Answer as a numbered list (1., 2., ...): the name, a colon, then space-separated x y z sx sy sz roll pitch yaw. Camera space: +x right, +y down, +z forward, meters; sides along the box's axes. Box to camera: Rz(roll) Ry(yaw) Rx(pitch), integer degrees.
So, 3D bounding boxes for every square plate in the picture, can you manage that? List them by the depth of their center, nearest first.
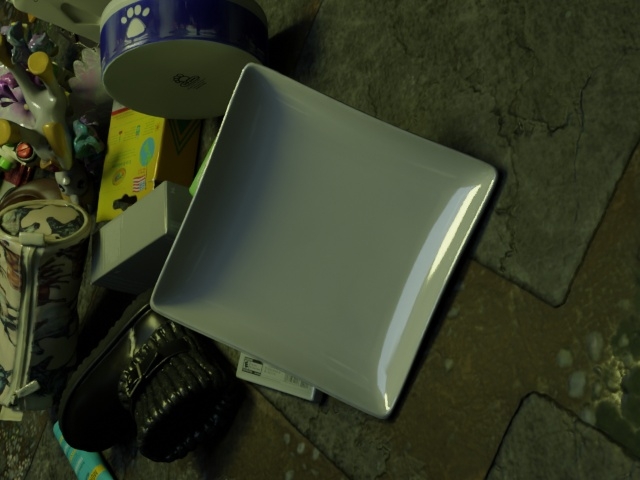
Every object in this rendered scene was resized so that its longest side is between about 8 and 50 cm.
1. square plate: 0.000 0.000 1.326 0.344 0.049 0.347 25 100 8

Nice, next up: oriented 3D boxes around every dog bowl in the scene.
1. dog bowl: -0.212 -0.293 1.652 0.265 0.265 0.104 -25 61 44

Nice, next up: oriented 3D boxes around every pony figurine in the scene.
1. pony figurine: -0.507 -0.241 1.951 0.302 0.363 0.351 -12 69 1

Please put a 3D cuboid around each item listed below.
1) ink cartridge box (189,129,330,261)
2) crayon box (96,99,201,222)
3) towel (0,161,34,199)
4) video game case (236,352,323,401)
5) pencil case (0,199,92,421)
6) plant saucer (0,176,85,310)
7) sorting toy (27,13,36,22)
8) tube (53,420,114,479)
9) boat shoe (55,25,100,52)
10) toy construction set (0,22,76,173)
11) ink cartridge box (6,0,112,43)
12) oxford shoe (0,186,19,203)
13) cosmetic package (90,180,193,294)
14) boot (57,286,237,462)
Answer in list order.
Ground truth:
1. ink cartridge box: -0.052 -0.084 1.491 0.198 0.114 0.273 -61 38 11
2. crayon box: -0.300 -0.186 1.870 0.202 0.081 0.319 -7 72 50
3. towel: -0.736 -0.094 2.410 0.237 0.037 0.329 19 91 54
4. video game case: -0.044 0.128 1.502 0.190 0.022 0.173 7 84 52
5. pencil case: -0.498 0.118 1.849 0.183 0.160 0.410 -100 20 -56
6. plant saucer: -0.593 0.020 2.127 0.310 0.050 0.311 -7 77 35
7. sorting toy: -0.617 -0.661 2.442 0.348 0.047 0.196 -58 41 20
8. tube: -0.407 0.392 1.840 0.207 0.052 0.080 46 125 41
9. boat shoe: -0.511 -0.459 2.208 0.103 0.092 0.285 -61 40 17
10. toy construction set: -0.628 -0.272 2.217 0.215 0.151 0.328 33 106 15
11. ink cartridge box: -0.492 -0.574 2.078 0.160 0.279 0.385 -51 44 24
12. oxford shoe: -0.655 -0.002 2.258 0.096 0.083 0.227 5 84 35
13. cosmetic package: -0.268 0.002 1.733 0.238 0.127 0.107 -28 56 45
14. boot: -0.283 0.269 1.657 0.348 0.131 0.260 -56 42 21
